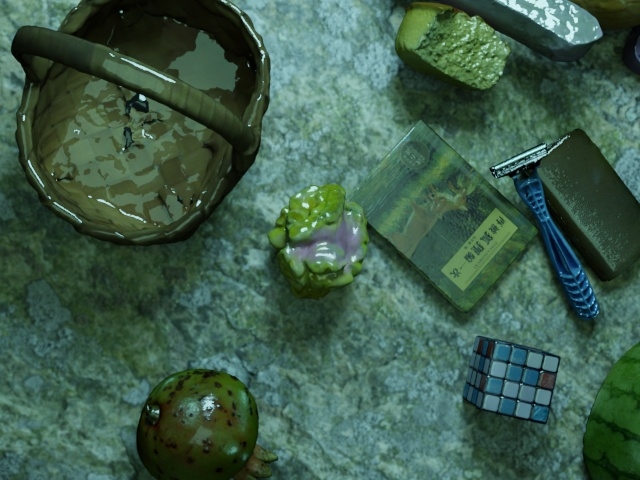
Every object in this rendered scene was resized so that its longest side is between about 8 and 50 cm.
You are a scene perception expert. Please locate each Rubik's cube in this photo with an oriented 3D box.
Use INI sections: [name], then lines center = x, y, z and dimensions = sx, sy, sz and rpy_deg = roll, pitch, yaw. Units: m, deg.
[Rubik's cube]
center = 0.252, 0.183, 1.090
dimensions = 0.092, 0.092, 0.092
rpy_deg = 13, 88, -4

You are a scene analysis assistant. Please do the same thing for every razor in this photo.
[razor]
center = 0.317, -0.005, 1.112
dimensions = 0.082, 0.042, 0.253
rpy_deg = -27, 99, 5

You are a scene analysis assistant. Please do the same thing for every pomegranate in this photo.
[pomegranate]
center = -0.138, 0.248, 1.036
dimensions = 0.159, 0.159, 0.205
rpy_deg = -49, 121, -4

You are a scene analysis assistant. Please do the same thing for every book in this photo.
[book]
center = 0.167, -0.033, 1.122
dimensions = 0.228, 0.024, 0.160
rpy_deg = 43, 84, -2

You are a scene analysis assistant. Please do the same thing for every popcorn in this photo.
[popcorn]
center = 0.000, 0.000, 1.061
dimensions = 0.126, 0.126, 0.145
rpy_deg = 3, 61, -18

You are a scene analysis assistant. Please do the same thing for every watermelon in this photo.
[watermelon]
center = 0.523, 0.288, 1.071
dimensions = 0.331, 0.189, 0.330
rpy_deg = 0, 83, -3

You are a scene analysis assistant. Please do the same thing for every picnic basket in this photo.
[picnic basket]
center = -0.209, -0.160, 0.950
dimensions = 0.293, 0.337, 0.337
rpy_deg = 23, 87, -4

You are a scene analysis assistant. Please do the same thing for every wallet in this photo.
[wallet]
center = 0.374, -0.051, 1.135
dimensions = 0.110, 0.031, 0.198
rpy_deg = -38, 92, -5

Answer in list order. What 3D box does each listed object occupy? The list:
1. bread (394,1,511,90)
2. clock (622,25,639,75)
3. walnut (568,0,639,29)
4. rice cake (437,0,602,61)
[bread]
center = 0.163, -0.257, 1.077
dimensions = 0.156, 0.125, 0.086
rpy_deg = 19, 95, -30
[clock]
center = 0.496, -0.291, 1.139
dimensions = 0.110, 0.050, 0.152
rpy_deg = 28, 87, -3
[walnut]
center = 0.369, -0.359, 1.078
dimensions = 0.197, 0.165, 0.165
rpy_deg = -3, 89, 3
[rice cake]
center = 0.177, -0.340, 1.072
dimensions = 0.399, 0.070, 0.064
rpy_deg = 30, 78, 10
